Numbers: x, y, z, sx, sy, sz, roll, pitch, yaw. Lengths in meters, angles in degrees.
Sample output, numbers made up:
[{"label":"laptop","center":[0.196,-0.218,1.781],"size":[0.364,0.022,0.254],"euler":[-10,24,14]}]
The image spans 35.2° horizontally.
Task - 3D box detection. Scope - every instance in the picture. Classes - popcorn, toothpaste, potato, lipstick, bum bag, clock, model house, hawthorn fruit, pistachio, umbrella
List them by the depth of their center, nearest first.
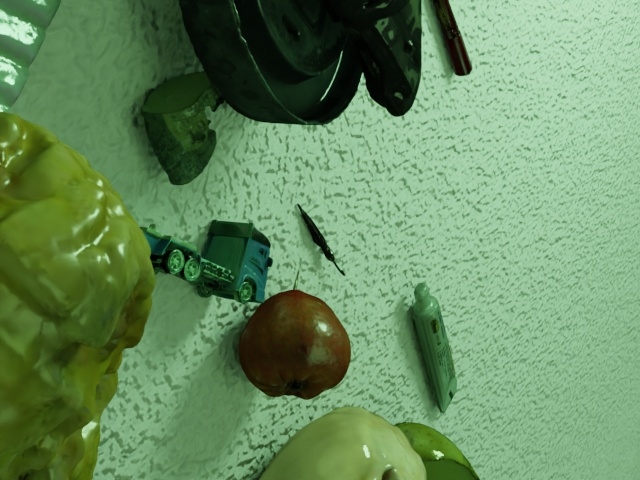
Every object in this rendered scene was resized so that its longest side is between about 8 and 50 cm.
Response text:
[{"label":"popcorn","center":[-0.235,0.072,0.707],"size":[0.265,0.225,0.332],"euler":[-49,146,-38]},{"label":"bum bag","center":[0.033,-0.259,0.932],"size":[0.340,0.095,0.144],"euler":[48,50,-49]},{"label":"model house","center":[-0.121,-0.104,0.939],"size":[0.078,0.066,0.083],"euler":[-62,146,-47]},{"label":"clock","center":[-0.035,-0.262,0.963],"size":[0.312,0.061,0.312],"euler":[0,90,-63]},{"label":"hawthorn fruit","center":[-0.034,0.111,1.099],"size":[0.125,0.140,0.125],"euler":[-30,156,-15]},{"label":"pistachio","center":[0.000,0.336,1.155],"size":[0.193,0.214,0.318],"euler":[42,68,-3]},{"label":"umbrella","center":[-0.001,-0.001,1.188],"size":[0.013,0.022,0.122],"euler":[-39,124,-9]},{"label":"lipstick","center":[0.166,-0.292,1.330],"size":[0.027,0.027,0.176],"euler":[-56,139,-28]},{"label":"potato","center":[0.132,0.321,1.388],"size":[0.271,0.160,0.111],"euler":[53,15,-50]},{"label":"toothpaste","center":[0.166,0.154,1.454],"size":[0.067,0.037,0.255],"euler":[-59,145,-35]}]

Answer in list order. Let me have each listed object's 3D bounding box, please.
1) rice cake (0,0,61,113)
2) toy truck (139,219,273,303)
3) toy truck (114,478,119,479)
[{"label":"rice cake","center":[-0.277,-0.173,0.723],"size":[0.198,0.037,0.189],"euler":[35,71,-54]},{"label":"toy truck","center":[-0.120,0.007,0.983],"size":[0.175,0.067,0.081],"euler":[28,71,-51]},{"label":"toy truck","center":[-0.231,0.348,0.854],"size":[0.305,0.136,0.162],"euler":[-35,131,-44]}]
